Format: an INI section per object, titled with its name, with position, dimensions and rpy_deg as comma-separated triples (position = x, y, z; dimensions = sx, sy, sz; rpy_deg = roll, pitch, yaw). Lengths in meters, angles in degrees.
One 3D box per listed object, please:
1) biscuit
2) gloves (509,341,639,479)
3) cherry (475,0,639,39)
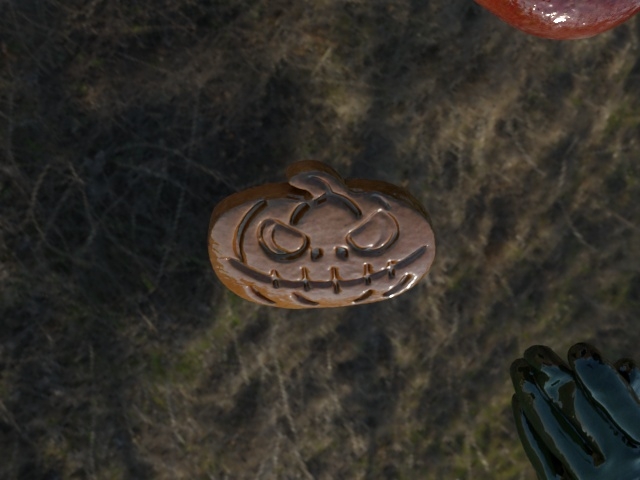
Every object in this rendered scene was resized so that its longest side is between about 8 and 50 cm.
[biscuit]
position = 0.000, 0.000, 0.389
dimensions = 0.091, 0.015, 0.078
rpy_deg = -6, 137, 4
[gloves]
position = 0.233, 0.188, 0.829
dimensions = 0.135, 0.107, 0.268
rpy_deg = -38, 127, -21
[cherry]
position = 0.236, -0.316, 0.974
dimensions = 0.206, 0.239, 0.239
rpy_deg = -25, 155, 29
